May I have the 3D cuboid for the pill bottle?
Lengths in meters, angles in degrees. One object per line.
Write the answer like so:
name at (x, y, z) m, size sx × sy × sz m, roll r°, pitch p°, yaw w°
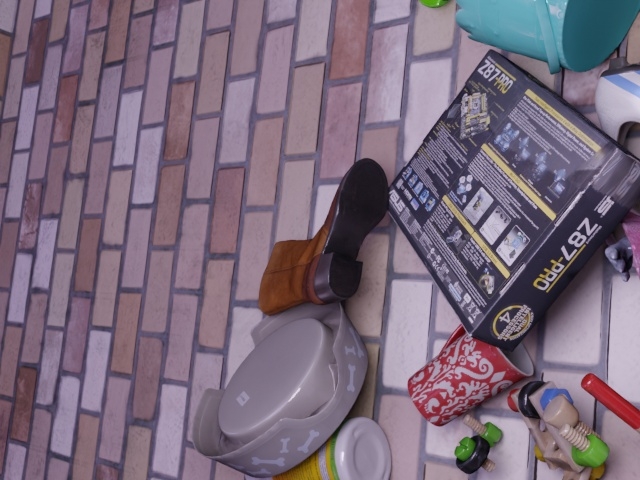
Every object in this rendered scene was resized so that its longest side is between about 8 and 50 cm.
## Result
pill bottle at (-0.012, 0.385, 1.474) m, size 0.245 × 0.136 × 0.137 m, roll -16°, pitch 70°, yaw 38°

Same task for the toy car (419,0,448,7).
toy car at (0.243, -0.513, 1.500) m, size 0.239 × 0.053 × 0.225 m, roll 31°, pitch 102°, yaw 41°

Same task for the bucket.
bucket at (0.346, -0.388, 1.246) m, size 0.183 × 0.281 × 0.281 m, roll 33°, pitch 103°, yaw 35°

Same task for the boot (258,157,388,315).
boot at (0.000, 0.000, 1.508) m, size 0.280 × 0.096 × 0.264 m, roll -17°, pitch 60°, yaw 60°

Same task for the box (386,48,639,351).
box at (0.267, -0.077, 1.273) m, size 0.318 × 0.097 × 0.395 m, roll -57°, pitch 29°, yaw 19°

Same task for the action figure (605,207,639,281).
action figure at (0.574, 0.001, 1.059) m, size 0.370 × 0.248 × 0.276 m, roll -34°, pitch 17°, yaw 17°

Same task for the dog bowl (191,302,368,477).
dog bowl at (-0.064, 0.252, 1.467) m, size 0.348 × 0.102 × 0.349 m, roll -38°, pitch 21°, yaw 18°

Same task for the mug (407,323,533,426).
mug at (0.232, 0.202, 1.327) m, size 0.169 × 0.150 × 0.113 m, roll -41°, pitch 88°, yaw 23°

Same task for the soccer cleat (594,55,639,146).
soccer cleat at (0.536, -0.185, 1.137) m, size 0.331 × 0.116 × 0.143 m, roll 0°, pitch 92°, yaw 38°

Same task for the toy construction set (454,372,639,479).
toy construction set at (0.345, 0.332, 1.149) m, size 0.237 × 0.257 × 0.309 m, roll 37°, pitch 132°, yaw -5°
